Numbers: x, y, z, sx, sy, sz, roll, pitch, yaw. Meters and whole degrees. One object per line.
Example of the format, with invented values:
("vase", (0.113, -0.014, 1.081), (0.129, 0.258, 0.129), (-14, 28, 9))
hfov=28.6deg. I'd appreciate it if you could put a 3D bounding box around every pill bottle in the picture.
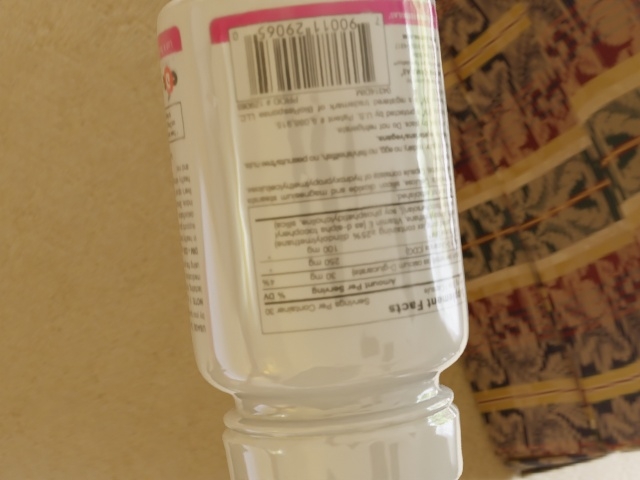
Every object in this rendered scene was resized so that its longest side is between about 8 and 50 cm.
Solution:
("pill bottle", (0.000, 0.000, 0.717), (0.160, 0.160, 0.283), (-7, 93, -23))
